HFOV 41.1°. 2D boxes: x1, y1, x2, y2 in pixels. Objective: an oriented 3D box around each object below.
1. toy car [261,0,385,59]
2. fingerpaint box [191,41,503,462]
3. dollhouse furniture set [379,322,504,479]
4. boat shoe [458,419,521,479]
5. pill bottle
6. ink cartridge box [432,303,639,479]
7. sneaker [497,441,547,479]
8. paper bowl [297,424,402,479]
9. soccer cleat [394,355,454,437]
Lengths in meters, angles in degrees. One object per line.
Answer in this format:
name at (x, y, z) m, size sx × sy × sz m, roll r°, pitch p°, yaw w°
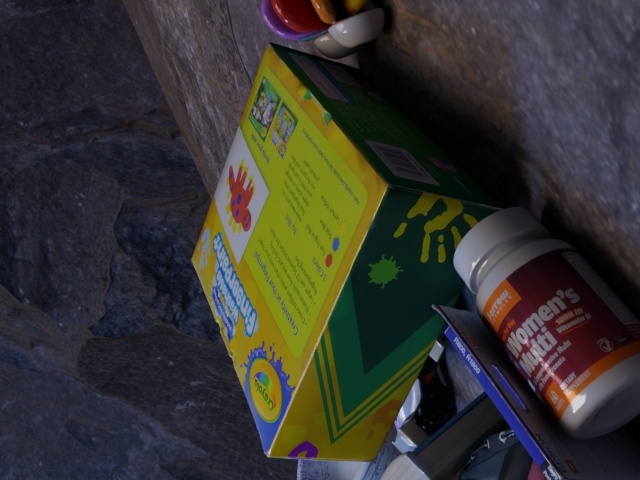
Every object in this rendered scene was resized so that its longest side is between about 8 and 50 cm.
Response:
toy car at (-0.009, -0.314, 1.113) m, size 0.159 × 0.136 × 0.182 m, roll 68°, pitch 167°, yaw -6°
fingerpaint box at (0.000, 0.000, 1.124) m, size 0.371 × 0.163 × 0.444 m, roll -67°, pitch 30°, yaw 23°
dollhouse furniture set at (0.079, 0.245, 1.266) m, size 0.303 × 0.198 × 0.286 m, roll 44°, pitch 139°, yaw 23°
boat shoe at (0.263, 0.282, 1.108) m, size 0.340 × 0.127 × 0.113 m, roll 99°, pitch -174°, yaw -69°
pill bottle at (0.231, 0.076, 0.846) m, size 0.221 × 0.121 × 0.121 m, roll 57°, pitch 163°, yaw 36°
ink cartridge box at (0.225, 0.169, 0.885) m, size 0.224 × 0.045 × 0.223 m, roll 16°, pitch -148°, yaw -44°
sneaker at (0.255, 0.345, 0.921) m, size 0.116 × 0.136 × 0.313 m, roll -52°, pitch -40°, yaw -52°
paper bowl at (0.086, 0.454, 1.802) m, size 0.148 × 0.284 × 0.284 m, roll 27°, pitch -178°, yaw -23°
soccer cleat at (0.147, 0.232, 1.439) m, size 0.116 × 0.109 × 0.318 m, roll 29°, pitch 137°, yaw 49°
